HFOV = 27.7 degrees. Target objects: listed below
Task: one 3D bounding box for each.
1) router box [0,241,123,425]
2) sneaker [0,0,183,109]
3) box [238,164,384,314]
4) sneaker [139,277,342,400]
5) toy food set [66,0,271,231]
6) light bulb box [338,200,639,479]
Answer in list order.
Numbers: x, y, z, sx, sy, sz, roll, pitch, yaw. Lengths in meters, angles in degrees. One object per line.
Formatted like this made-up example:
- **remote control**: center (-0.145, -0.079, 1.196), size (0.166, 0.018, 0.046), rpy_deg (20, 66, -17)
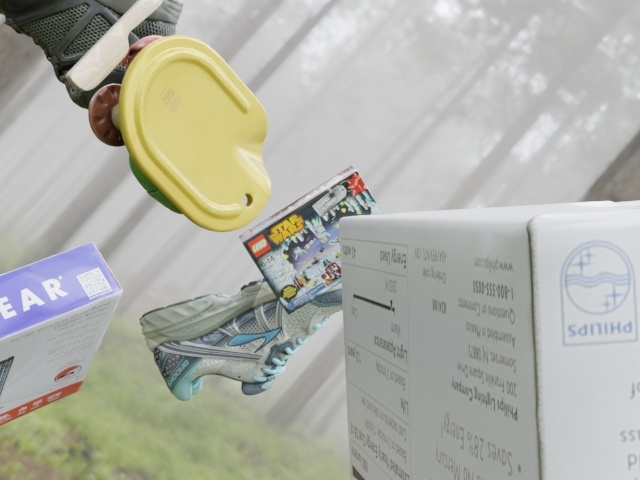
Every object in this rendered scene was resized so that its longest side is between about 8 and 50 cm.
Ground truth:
- **router box**: center (-0.443, 0.161, 1.647), size (0.082, 0.336, 0.301), rpy_deg (56, -34, 17)
- **sneaker**: center (-0.253, -0.192, 1.220), size (0.228, 0.130, 0.087), rpy_deg (13, 2, -3)
- **box**: center (0.000, 0.000, 1.306), size (0.094, 0.137, 0.027), rpy_deg (58, -1, -19)
- **sneaker**: center (-0.056, 0.103, 1.453), size (0.110, 0.283, 0.122), rpy_deg (-10, 84, -72)
- **toy food set**: center (-0.128, -0.099, 1.073), size (0.071, 0.128, 0.218), rpy_deg (1, -38, 44)
- **light bulb box**: center (0.152, 0.160, 0.633), size (0.225, 0.360, 0.358), rpy_deg (-3, 2, -10)
